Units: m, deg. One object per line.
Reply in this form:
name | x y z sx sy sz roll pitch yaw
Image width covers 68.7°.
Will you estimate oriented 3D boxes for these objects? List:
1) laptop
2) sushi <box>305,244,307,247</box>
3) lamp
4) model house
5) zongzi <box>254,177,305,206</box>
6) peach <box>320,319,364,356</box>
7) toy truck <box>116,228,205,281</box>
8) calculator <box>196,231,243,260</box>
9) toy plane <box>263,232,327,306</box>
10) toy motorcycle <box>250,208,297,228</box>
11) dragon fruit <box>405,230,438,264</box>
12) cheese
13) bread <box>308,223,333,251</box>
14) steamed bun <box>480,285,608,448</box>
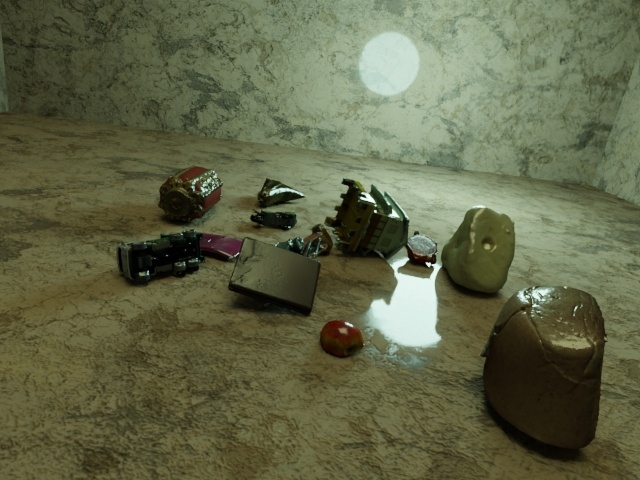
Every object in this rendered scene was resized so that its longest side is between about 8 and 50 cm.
laptop | -0.107 0.085 1.142 0.207 0.026 0.153 19 53 -11
sushi | -0.078 0.026 1.439 0.100 0.047 0.050 -8 30 -34
lamp | -0.449 -0.166 1.634 0.177 0.176 0.274 11 23 5
model house | 0.159 -0.070 1.549 0.216 0.198 0.224 12 25 -22
zongzi | -0.158 -0.175 1.901 0.184 0.084 0.187 18 28 -3
peach | 0.046 0.202 1.011 0.098 0.061 0.098 5 28 -3
toy truck | -0.416 0.034 1.214 0.116 0.110 0.216 10 17 42
calculator | -0.324 0.012 1.398 0.191 0.034 0.126 12 23 11
toy plane | -0.102 0.067 1.244 0.223 0.104 0.326 -13 18 20
toy motorcycle | -0.167 -0.078 1.665 0.173 0.058 0.100 3 14 -18
dragon fruit | 0.331 0.037 1.556 0.112 0.068 0.126 -27 52 -32
cheese | 0.477 0.063 1.446 0.174 0.251 0.247 19 56 -9
bread | 0.000 0.000 1.503 0.060 0.082 0.113 -32 16 9
steamed bun | 0.414 0.216 0.902 0.200 0.251 0.301 4 15 19
